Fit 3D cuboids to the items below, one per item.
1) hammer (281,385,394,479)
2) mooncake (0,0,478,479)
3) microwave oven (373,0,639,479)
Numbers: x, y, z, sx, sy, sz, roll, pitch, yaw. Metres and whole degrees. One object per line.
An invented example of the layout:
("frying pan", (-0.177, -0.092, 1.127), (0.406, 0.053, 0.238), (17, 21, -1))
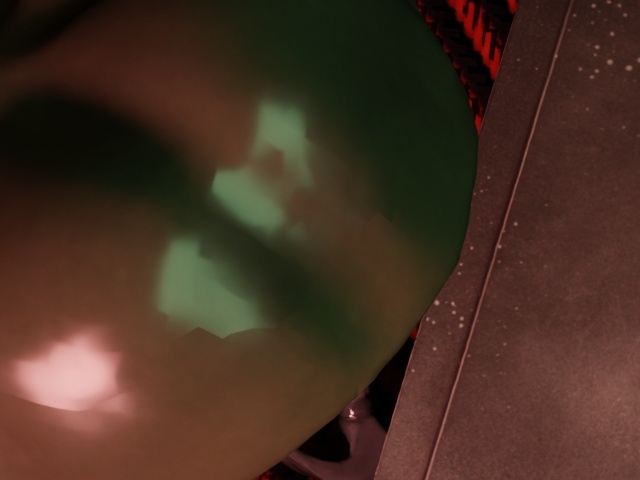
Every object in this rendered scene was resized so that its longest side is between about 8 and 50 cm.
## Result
("hammer", (0.000, 0.000, 0.906), (0.103, 0.029, 0.246), (-22, 111, -35))
("mooncake", (-0.080, -0.023, 0.687), (0.135, 0.275, 0.275), (45, 71, -39))
("microwave oven", (0.219, 0.119, 0.865), (0.236, 0.374, 0.432), (26, 81, -61))
